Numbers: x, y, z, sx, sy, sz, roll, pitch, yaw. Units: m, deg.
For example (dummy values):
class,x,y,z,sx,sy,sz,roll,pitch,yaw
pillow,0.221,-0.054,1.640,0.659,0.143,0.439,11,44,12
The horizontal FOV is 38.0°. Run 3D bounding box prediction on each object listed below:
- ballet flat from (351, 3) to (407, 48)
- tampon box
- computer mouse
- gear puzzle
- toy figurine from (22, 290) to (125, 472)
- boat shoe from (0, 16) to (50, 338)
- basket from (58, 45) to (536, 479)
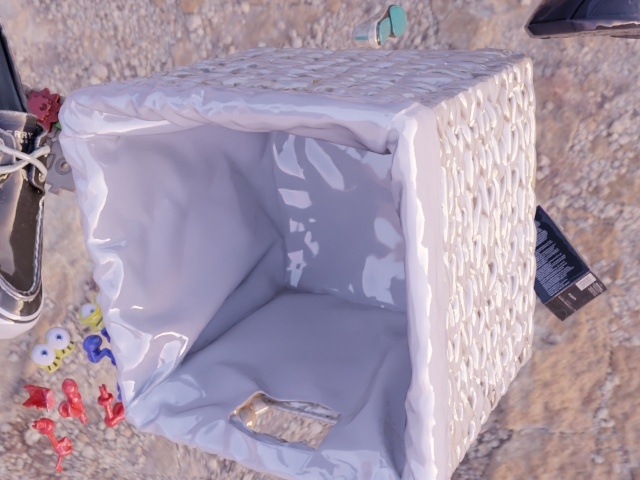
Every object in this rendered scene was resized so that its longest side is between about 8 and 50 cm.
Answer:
class,x,y,z,sx,sy,sz,roll,pitch,yaw
ballet flat,0.090,-0.335,1.445,0.052,0.168,0.057,0,109,21
tampon box,0.412,0.040,1.657,0.101,0.120,0.161,-38,56,14
computer mouse,0.279,-0.212,0.825,0.262,0.184,0.060,-6,100,-18
gear puzzle,-0.464,-0.174,1.610,0.338,0.044,0.176,18,81,13
toy figurine,-0.185,0.160,1.232,0.217,0.191,0.362,7,29,26
boat shoe,-0.202,-0.052,0.552,0.070,0.078,0.219,-22,82,25
basket,0.000,0.000,0.817,0.328,0.331,0.266,8,27,31
